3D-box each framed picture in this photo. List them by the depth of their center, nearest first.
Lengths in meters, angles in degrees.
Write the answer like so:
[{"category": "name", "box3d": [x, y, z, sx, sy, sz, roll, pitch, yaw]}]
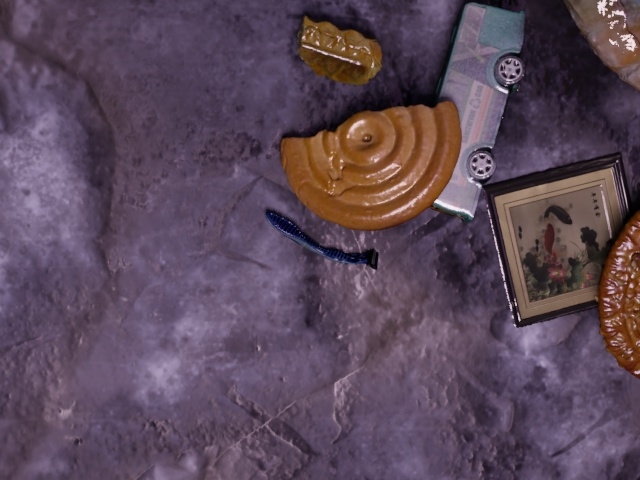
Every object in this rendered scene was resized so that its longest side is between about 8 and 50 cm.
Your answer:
[{"category": "framed picture", "box3d": [0.326, 0.000, 1.070, 0.199, 0.010, 0.195, -14, 95, -7]}]

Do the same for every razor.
[{"category": "razor", "box3d": [-0.001, 0.004, 1.020, 0.155, 0.044, 0.028, 23, 116, -6]}]

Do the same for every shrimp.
[{"category": "shrimp", "box3d": [0.371, -0.372, 1.016, 0.221, 0.110, 0.445, -44, 101, -9]}]

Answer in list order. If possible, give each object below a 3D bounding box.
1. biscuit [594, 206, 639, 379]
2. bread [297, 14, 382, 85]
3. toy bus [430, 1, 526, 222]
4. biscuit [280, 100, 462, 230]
[{"category": "biscuit", "box3d": [0.494, 0.057, 1.040, 0.305, 0.038, 0.305, -4, 110, -12]}, {"category": "bread", "box3d": [0.023, -0.229, 0.997, 0.110, 0.060, 0.066, 15, 104, -11]}, {"category": "toy bus", "box3d": [0.186, -0.157, 1.009, 0.109, 0.091, 0.261, 16, 90, 3]}, {"category": "biscuit", "box3d": [0.061, -0.084, 0.977, 0.224, 0.033, 0.144, -9, 85, 16]}]
